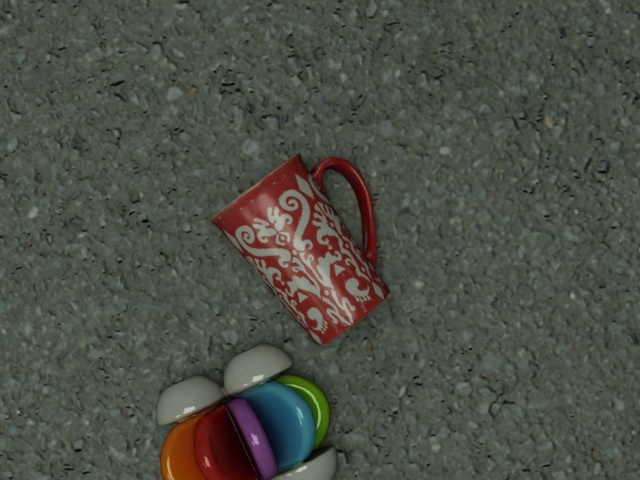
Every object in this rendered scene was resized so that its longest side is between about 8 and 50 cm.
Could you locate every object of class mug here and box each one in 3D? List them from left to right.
[{"bbox_3d":[-0.002,0.002,1.553,0.150,0.113,0.169,-36,92,1],"label":"mug"}]

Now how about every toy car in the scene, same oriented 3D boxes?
[{"bbox_3d":[-0.076,0.197,1.533,0.182,0.136,0.159,-25,88,0],"label":"toy car"}]
